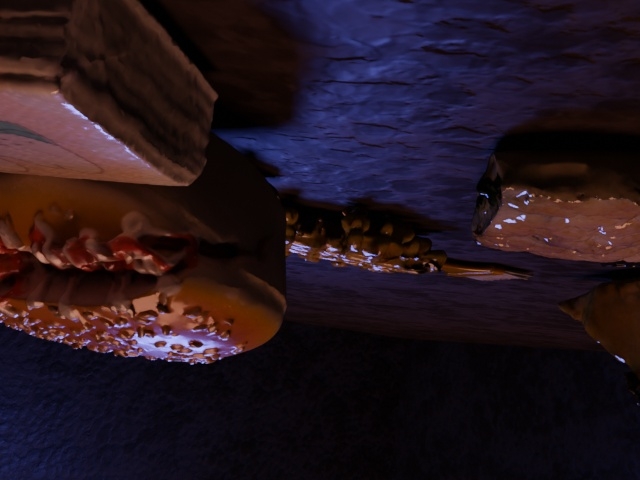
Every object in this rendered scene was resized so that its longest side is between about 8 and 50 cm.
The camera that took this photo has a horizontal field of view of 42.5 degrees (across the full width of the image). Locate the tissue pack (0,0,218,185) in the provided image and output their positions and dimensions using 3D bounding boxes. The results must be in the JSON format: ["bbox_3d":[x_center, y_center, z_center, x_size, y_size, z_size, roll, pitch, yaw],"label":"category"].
[{"bbox_3d":[-0.233,-0.087,0.420,0.326,0.071,0.170,6,172,13],"label":"tissue pack"}]

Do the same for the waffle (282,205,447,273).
[{"bbox_3d":[0.000,0.000,0.894,0.232,0.051,0.229,-1,172,45],"label":"waffle"}]

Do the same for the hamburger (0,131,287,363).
[{"bbox_3d":[-0.162,0.011,0.604,0.295,0.151,0.227,-3,148,33],"label":"hamburger"}]

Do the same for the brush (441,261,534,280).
[{"bbox_3d":[0.145,0.027,1.079,0.272,0.013,0.103,12,170,-29],"label":"brush"}]

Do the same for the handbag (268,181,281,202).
[{"bbox_3d":[-0.076,-0.038,0.702,0.072,0.047,0.111,-2,165,42],"label":"handbag"}]

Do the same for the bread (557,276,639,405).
[{"bbox_3d":[0.471,0.171,0.961,0.249,0.278,0.315,3,162,-22],"label":"bread"}]

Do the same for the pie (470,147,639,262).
[{"bbox_3d":[0.198,-0.019,0.586,0.185,0.052,0.218,8,170,3],"label":"pie"}]

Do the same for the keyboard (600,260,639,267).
[{"bbox_3d":[0.320,0.010,0.827,0.064,0.010,0.198,3,171,14],"label":"keyboard"}]
